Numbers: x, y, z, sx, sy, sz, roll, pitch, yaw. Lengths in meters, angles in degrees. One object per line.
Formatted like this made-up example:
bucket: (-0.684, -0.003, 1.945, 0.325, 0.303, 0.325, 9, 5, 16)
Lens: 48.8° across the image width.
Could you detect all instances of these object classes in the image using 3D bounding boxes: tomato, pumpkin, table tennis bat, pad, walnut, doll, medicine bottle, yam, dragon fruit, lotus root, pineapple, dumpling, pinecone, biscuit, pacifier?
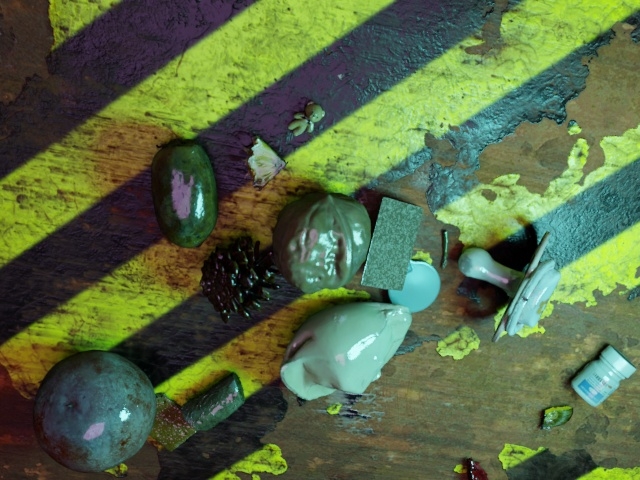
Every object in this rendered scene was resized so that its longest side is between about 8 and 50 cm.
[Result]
tomato: (-0.595, 0.449, 1.867, 0.317, 0.282, 0.316, -2, 75, 7)
pumpkin: (0.720, 0.539, 2.166, 0.101, 0.035, 0.073, -11, 123, -5)
table tennis bat: (0.244, 0.093, 1.948, 0.153, 0.040, 0.244, -25, 114, -1)
pad: (0.190, 0.013, 1.856, 0.158, 0.003, 0.235, 12, 93, -39)
walnut: (0.003, 0.000, 1.786, 0.273, 0.227, 0.273, -3, 116, -6)
doll: (-0.035, -0.304, 1.775, 0.093, 0.051, 0.061, -29, 115, 38)
medicine bottle: (0.832, 0.400, 2.083, 0.105, 0.105, 0.168, 37, 104, -17)
yam: (-0.293, 0.461, 2.008, 0.183, 0.107, 0.107, -37, 110, 8)
dragon fruit: (0.494, 0.732, 2.203, 0.063, 0.097, 0.131, -16, 92, -3)
lotus root: (-0.335, -0.111, 1.754, 0.160, 0.152, 0.275, -8, 113, -12)
pineapple: (-0.139, -0.197, 1.783, 0.116, 0.069, 0.137, -4, 110, -3)
dumpling: (0.080, 0.310, 1.959, 0.395, 0.233, 0.315, -32, 143, -7)
pinecone: (-0.204, 0.096, 1.817, 0.201, 0.229, 0.202, -40, 112, -21)
biscuit: (-0.472, 0.504, 2.046, 0.131, 0.026, 0.237, -41, 108, 8)
pacifier: (0.516, 0.116, 1.894, 0.220, 0.273, 0.332, 10, 111, -37)

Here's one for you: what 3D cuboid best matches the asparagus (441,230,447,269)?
asparagus: (0.342, 0.027, 1.942, 0.015, 0.014, 0.114, -4, 111, -3)
